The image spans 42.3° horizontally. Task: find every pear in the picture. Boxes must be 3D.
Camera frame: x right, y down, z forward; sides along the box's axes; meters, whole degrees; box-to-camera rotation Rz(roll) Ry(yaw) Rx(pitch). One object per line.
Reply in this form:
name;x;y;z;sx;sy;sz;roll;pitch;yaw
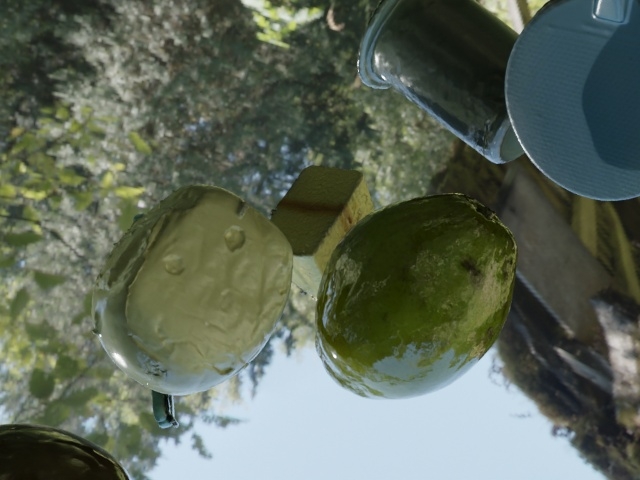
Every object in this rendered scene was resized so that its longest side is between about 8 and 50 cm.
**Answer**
pear;0.103;0.064;0.932;0.212;0.269;0.212;30;-156;-15

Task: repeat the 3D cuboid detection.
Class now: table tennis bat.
table tennis bat;0.293;-0.181;0.854;0.215;0.329;0.044;25;-131;31

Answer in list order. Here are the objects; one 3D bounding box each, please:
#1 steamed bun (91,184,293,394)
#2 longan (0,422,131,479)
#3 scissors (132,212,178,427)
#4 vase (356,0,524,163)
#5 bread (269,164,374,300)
steamed bun;-0.083;0.035;0.526;0.112;0.129;0.091;39;153;-20
longan;-0.326;0.335;0.866;0.298;0.297;0.297;16;-156;-7
scissors;-0.213;0.106;1.086;0.032;0.180;0.393;-16;-146;-3
vase;0.237;-0.270;1.349;0.291;0.245;0.245;46;-147;23
bread;0.000;0.000;1.525;0.136;0.178;0.240;9;-130;28
